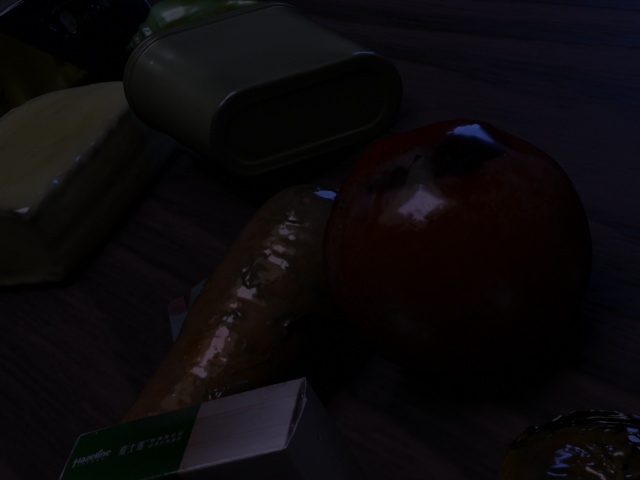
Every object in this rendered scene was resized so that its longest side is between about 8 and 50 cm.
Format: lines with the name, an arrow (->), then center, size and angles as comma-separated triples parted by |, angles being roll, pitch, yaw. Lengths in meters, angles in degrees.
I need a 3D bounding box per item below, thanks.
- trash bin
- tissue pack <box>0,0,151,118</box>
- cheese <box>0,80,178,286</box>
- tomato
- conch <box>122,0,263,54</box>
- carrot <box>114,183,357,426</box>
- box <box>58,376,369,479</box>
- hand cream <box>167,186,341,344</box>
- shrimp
trash bin -> -0.064, -0.168, 1.617 | 0.243, 0.121, 0.247 | -20, 27, -22
tissue pack -> -0.478, -0.294, 2.092 | 0.417, 0.253, 0.264 | -36, 27, -12
cheese -> -0.331, -0.066, 1.725 | 0.243, 0.123, 0.265 | -2, 38, 35
tomato -> 0.104, 0.002, 1.139 | 0.208, 0.184, 0.208 | -24, 28, 13
conch -> -0.178, -0.298, 2.020 | 0.201, 0.079, 0.095 | -13, 14, -5
carrot -> -0.056, 0.082, 1.215 | 0.139, 0.138, 0.302 | 2, 42, 45
box -> -0.072, 0.188, 1.046 | 0.199, 0.135, 0.081 | -18, 30, 21
hand cream -> 0.000, 0.000, 1.372 | 0.341, 0.077, 0.124 | -31, 28, 6
shrimp -> 0.184, 0.177, 0.905 | 0.117, 0.066, 0.262 | -28, 30, 1
